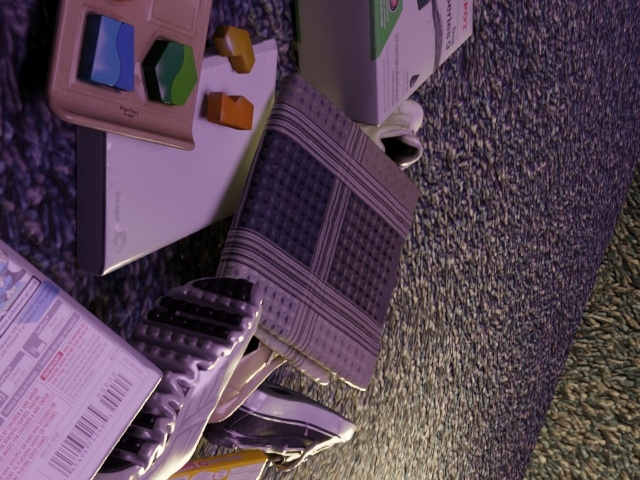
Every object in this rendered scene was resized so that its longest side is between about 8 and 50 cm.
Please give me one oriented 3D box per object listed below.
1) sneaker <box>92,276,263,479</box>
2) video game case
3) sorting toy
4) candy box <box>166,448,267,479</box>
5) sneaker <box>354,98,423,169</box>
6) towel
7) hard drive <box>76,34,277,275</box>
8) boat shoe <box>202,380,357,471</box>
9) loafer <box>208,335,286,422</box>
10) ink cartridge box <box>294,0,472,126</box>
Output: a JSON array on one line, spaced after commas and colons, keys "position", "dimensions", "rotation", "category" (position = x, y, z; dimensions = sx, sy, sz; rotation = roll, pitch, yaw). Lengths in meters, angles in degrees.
[{"position": [-0.149, 0.151, 1.188], "dimensions": [0.292, 0.110, 0.118], "rotation": [-54, 149, -38], "category": "sneaker"}, {"position": [-0.323, 0.156, 0.933], "dimensions": [0.300, 0.036, 0.329], "rotation": [45, 69, -31], "category": "video game case"}, {"position": [-0.145, -0.208, 1.169], "dimensions": [0.307, 0.041, 0.229], "rotation": [8, 86, -59], "category": "sorting toy"}, {"position": [-0.161, 0.313, 1.437], "dimensions": [0.206, 0.027, 0.105], "rotation": [2, 122, -48], "category": "candy box"}, {"position": [0.102, -0.140, 1.663], "dimensions": [0.232, 0.115, 0.090], "rotation": [-37, 136, -50], "category": "sneaker"}, {"position": [0.000, 0.000, 1.462], "dimensions": [0.324, 0.056, 0.312], "rotation": [39, 60, -47], "category": "towel"}, {"position": [-0.150, -0.103, 1.289], "dimensions": [0.307, 0.040, 0.203], "rotation": [-30, 130, -55], "category": "hard drive"}, {"position": [-0.054, 0.260, 1.599], "dimensions": [0.105, 0.113, 0.306], "rotation": [-65, 152, -2], "category": "boat shoe"}, {"position": [-0.083, 0.112, 1.470], "dimensions": [0.268, 0.102, 0.092], "rotation": [-52, 152, -35], "category": "loafer"}, {"position": [0.090, -0.315, 1.535], "dimensions": [0.289, 0.122, 0.211], "rotation": [-47, 144, -42], "category": "ink cartridge box"}]
